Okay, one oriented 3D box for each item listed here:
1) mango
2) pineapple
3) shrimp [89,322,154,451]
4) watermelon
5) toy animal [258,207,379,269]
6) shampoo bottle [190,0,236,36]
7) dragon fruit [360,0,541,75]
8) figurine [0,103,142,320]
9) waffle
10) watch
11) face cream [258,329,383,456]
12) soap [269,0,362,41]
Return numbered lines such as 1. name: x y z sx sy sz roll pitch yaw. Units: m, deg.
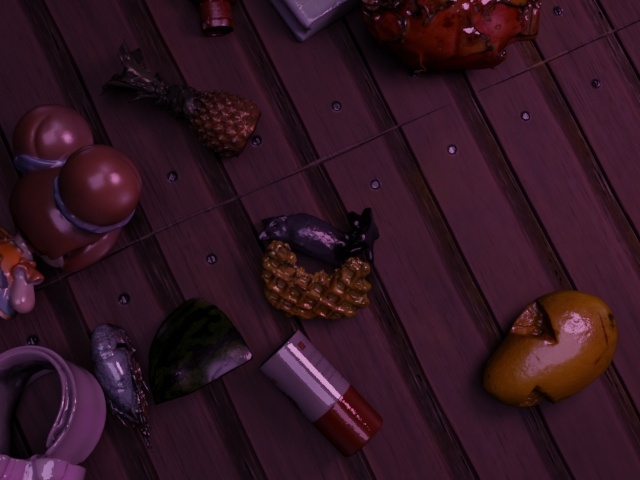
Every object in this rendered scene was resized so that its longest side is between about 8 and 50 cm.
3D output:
1. mango: 0.407 0.197 1.357 0.262 0.130 0.167 -43 86 -7
2. pineapple: -0.244 -0.251 1.346 0.278 0.119 0.130 25 49 -6
3. shrimp: -0.328 0.249 1.279 0.090 0.079 0.232 -24 87 25
4. watermelon: -0.213 0.171 1.278 0.193 0.137 0.145 -25 86 11
5. toy animal: -0.004 0.002 1.369 0.210 0.121 0.117 3 125 9
6. shampoo bottle: -0.207 -0.511 1.404 0.102 0.064 0.260 -6 88 -38
7. dragon fruit: 0.234 -0.426 1.383 0.315 0.250 0.250 -14 83 8
8. figurine: -0.481 -0.014 1.219 0.388 0.248 0.277 -38 57 -20
9. waffle: -0.010 0.072 1.316 0.194 0.051 0.148 2 119 12
10. watch: -0.477 0.283 1.181 0.244 0.196 0.231 -9 65 11
11. face cream: 0.001 0.262 1.307 0.096 0.096 0.214 -44 89 -12
12. soap: -0.047 -0.539 1.426 0.173 0.095 0.289 -35 87 -12
